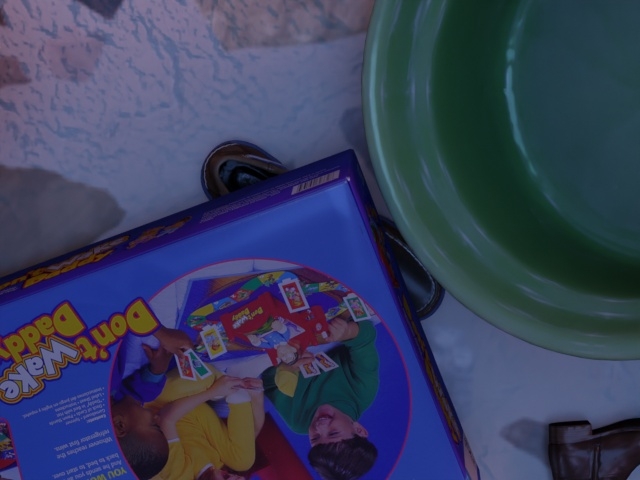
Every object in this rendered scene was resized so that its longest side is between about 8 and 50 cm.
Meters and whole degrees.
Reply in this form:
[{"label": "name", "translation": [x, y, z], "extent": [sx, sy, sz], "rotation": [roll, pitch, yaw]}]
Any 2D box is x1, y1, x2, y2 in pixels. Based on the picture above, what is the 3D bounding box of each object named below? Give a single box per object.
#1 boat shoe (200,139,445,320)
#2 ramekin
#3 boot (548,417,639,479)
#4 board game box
[{"label": "boat shoe", "translation": [0.000, 0.000, 1.076], "extent": [0.183, 0.066, 0.066], "rotation": [29, 94, -3]}, {"label": "ramekin", "translation": [0.189, -0.091, 0.977], "extent": [0.303, 0.148, 0.303], "rotation": [5, 100, 31]}, {"label": "boot", "translation": [0.205, 0.178, 1.108], "extent": [0.106, 0.037, 0.114], "rotation": [-2, 91, 12]}, {"label": "board game box", "translation": [-0.100, 0.114, 1.037], "extent": [0.347, 0.078, 0.233], "rotation": [-19, 104, 9]}]
